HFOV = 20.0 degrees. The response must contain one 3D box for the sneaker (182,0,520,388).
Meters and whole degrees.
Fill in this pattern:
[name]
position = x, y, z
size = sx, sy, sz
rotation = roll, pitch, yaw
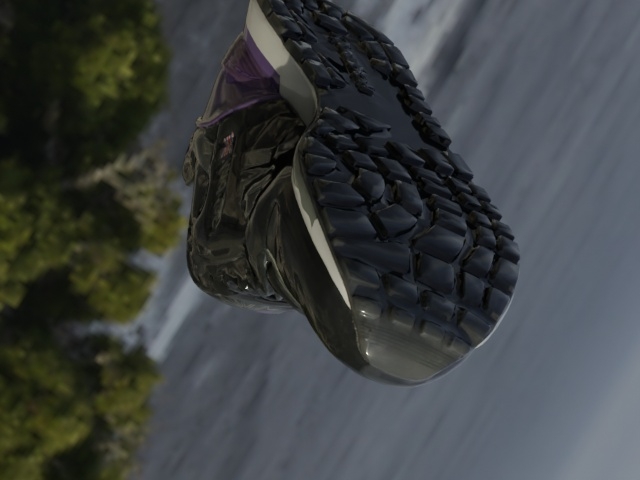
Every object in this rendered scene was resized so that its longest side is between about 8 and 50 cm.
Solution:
[sneaker]
position = 0.000, 0.000, 0.804
size = 0.124, 0.107, 0.283
rotation = -57, -157, 22
